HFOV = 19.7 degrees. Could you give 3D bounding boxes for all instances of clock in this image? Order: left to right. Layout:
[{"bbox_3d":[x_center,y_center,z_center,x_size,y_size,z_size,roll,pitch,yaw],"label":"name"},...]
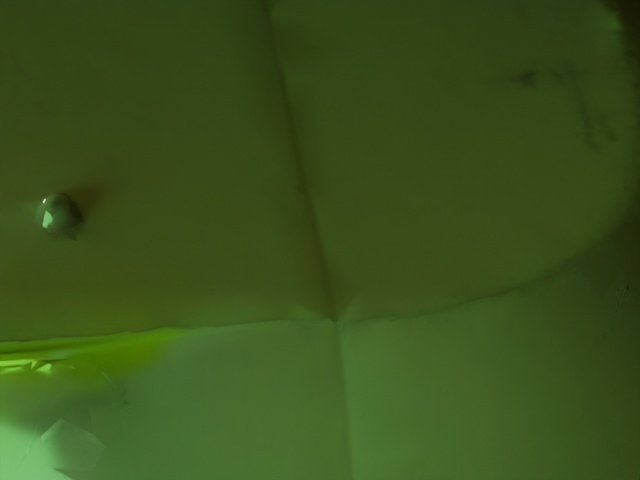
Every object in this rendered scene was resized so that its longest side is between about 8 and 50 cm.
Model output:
[{"bbox_3d":[-0.008,0.059,0.610,0.376,0.250,0.368,95,166,-52],"label":"clock"}]
